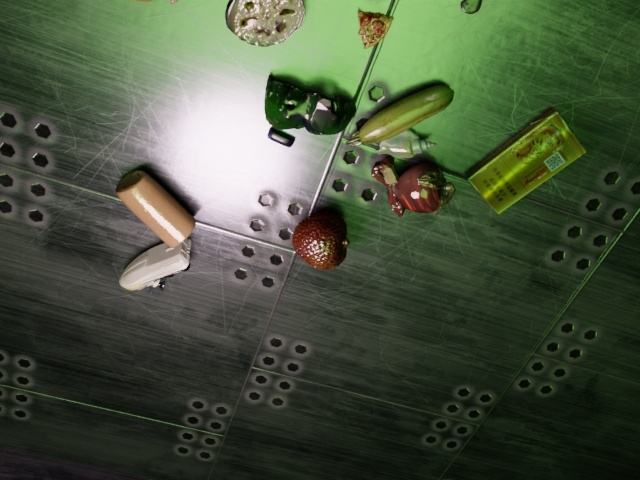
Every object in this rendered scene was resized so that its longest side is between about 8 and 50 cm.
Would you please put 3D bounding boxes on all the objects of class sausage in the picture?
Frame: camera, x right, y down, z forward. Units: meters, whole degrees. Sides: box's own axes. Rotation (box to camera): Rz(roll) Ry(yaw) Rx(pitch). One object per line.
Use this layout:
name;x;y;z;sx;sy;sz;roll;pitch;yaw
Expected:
sausage;-0.513;-0.103;1.642;0.123;0.123;0.253;-35;115;19

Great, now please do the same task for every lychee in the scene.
lychee;0.004;-0.002;1.666;0.194;0.194;0.195;0;121;0

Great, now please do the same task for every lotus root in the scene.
lotus root;-0.142;-0.600;1.356;0.203;0.078;0.183;-27;141;34

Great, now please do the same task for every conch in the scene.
conch;0.254;-0.285;1.560;0.180;0.065;0.088;-2;123;12

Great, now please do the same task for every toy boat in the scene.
toy boat;-0.538;0.091;1.760;0.269;0.141;0.141;-32;116;20

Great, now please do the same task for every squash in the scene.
squash;0.221;-0.349;1.509;0.340;0.094;0.094;-24;118;15

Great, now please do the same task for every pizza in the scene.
pizza;0.137;-0.560;1.417;0.100;0.029;0.099;12;121;-6

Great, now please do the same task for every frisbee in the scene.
frisbee;0.433;-0.706;1.336;0.187;0.012;0.211;-17;118;10

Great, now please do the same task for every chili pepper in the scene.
chili pepper;-0.032;-0.360;1.487;0.264;0.116;0.148;10;124;-5

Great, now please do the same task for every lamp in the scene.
lamp;0.281;-0.161;1.586;0.223;0.151;0.215;-19;115;14

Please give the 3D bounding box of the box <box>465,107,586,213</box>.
box;0.619;-0.234;1.601;0.311;0.043;0.173;-39;113;22

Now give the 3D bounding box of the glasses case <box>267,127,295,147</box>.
glasses case;-0.119;-0.304;1.575;0.083;0.023;0.034;23;115;-12

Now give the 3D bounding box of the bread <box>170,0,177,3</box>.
bread;-0.381;-0.713;1.128;0.253;0.376;0.348;27;120;-14
